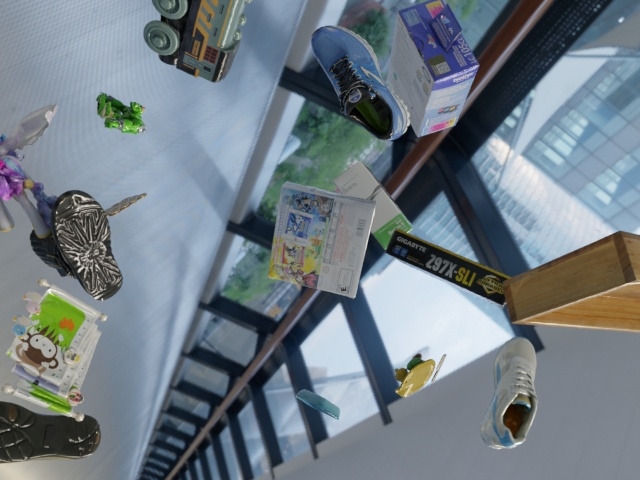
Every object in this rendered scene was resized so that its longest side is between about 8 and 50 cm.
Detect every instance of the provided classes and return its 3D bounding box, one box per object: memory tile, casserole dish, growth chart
[{"bbox_3d":[-0.593,-0.101,1.593,0.113,0.012,0.148,-9,-156,33],"label":"memory tile"},{"bbox_3d":[-0.005,0.528,1.743,0.188,0.114,0.036,-2,-127,60],"label":"casserole dish"},{"bbox_3d":[-0.488,0.195,0.989,0.021,0.172,0.237,-29,-136,32],"label":"growth chart"}]

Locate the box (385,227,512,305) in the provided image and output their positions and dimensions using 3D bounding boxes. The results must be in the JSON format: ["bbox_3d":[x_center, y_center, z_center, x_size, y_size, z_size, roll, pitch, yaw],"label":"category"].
[{"bbox_3d":[0.351,0.078,1.433,0.079,0.322,0.257,-66,159,2],"label":"box"}]

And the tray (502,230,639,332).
[{"bbox_3d":[0.507,0.078,0.810,0.203,0.412,0.076,-41,-132,55],"label":"tray"}]

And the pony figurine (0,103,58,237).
[{"bbox_3d":[-0.796,-0.179,1.342,0.302,0.351,0.363,-54,139,-38],"label":"pony figurine"}]

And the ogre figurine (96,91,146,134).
[{"bbox_3d":[-0.569,-0.358,1.535,0.197,0.118,0.096,24,-81,51],"label":"ogre figurine"}]

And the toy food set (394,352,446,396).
[{"bbox_3d":[0.310,0.430,1.770,0.218,0.071,0.128,-9,122,-43],"label":"toy food set"}]

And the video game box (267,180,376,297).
[{"bbox_3d":[0.000,0.000,1.078,0.048,0.187,0.205,-69,171,-67],"label":"video game box"}]

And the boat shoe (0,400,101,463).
[{"bbox_3d":[-0.655,0.428,1.171,0.120,0.324,0.122,-22,-127,39],"label":"boat shoe"}]

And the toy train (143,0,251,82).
[{"bbox_3d":[-0.244,-0.493,1.121,0.333,0.190,0.142,123,-14,-44],"label":"toy train"}]

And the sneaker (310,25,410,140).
[{"bbox_3d":[0.094,-0.381,1.306,0.130,0.330,0.147,-37,-173,28],"label":"sneaker"}]

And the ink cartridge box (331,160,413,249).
[{"bbox_3d":[0.184,-0.122,1.834,0.122,0.289,0.211,-38,177,10],"label":"ink cartridge box"}]

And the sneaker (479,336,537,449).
[{"bbox_3d":[0.388,0.296,1.056,0.092,0.088,0.228,123,-10,-65],"label":"sneaker"}]

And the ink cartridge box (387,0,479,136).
[{"bbox_3d":[0.337,-0.536,1.649,0.151,0.269,0.395,-21,163,-3],"label":"ink cartridge box"}]

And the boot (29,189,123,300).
[{"bbox_3d":[-0.679,-0.013,1.437,0.131,0.260,0.347,-34,139,-38],"label":"boot"}]
